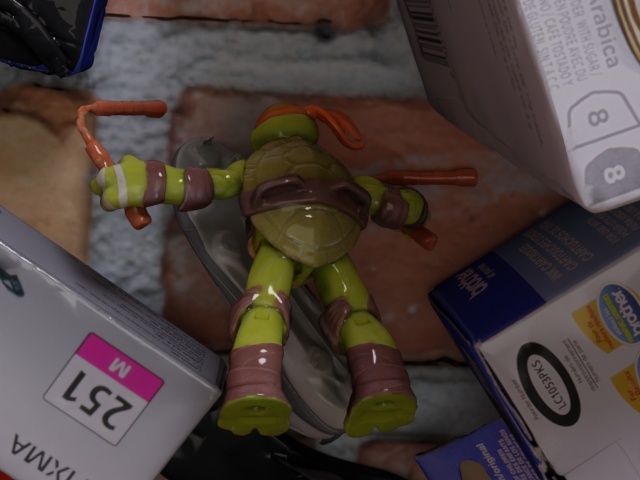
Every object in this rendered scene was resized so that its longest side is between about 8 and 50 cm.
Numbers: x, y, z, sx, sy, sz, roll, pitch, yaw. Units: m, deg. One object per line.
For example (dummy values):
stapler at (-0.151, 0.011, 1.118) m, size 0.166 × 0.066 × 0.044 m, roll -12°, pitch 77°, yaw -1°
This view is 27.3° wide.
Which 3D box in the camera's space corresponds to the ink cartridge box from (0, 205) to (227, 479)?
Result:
ink cartridge box at (-0.237, 0.096, 0.817) m, size 0.275 × 0.060 × 0.239 m, roll 35°, pitch 102°, yaw -9°

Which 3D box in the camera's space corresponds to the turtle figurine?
turtle figurine at (0.000, 0.000, 0.753) m, size 0.270 × 0.217 × 0.087 m, roll 9°, pitch 146°, yaw -28°

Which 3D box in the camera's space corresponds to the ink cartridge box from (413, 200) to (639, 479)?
ink cartridge box at (0.256, 0.081, 0.829) m, size 0.395 × 0.151 × 0.270 m, roll -33°, pitch 102°, yaw 0°

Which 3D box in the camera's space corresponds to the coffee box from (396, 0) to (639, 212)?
coffee box at (0.193, -0.250, 0.657) m, size 0.334 × 0.338 × 0.337 m, roll -19°, pitch 103°, yaw -1°

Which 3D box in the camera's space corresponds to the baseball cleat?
baseball cleat at (-0.045, 0.039, 0.834) m, size 0.072 × 0.109 × 0.206 m, roll -22°, pitch 75°, yaw -36°

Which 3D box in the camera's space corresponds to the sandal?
sandal at (-0.014, 0.179, 0.874) m, size 0.254 × 0.054 × 0.097 m, roll 31°, pitch 98°, yaw -11°

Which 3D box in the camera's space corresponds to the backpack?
backpack at (-0.184, -0.152, 0.766) m, size 0.120 × 0.101 × 0.098 m, roll 14°, pitch 98°, yaw -4°
